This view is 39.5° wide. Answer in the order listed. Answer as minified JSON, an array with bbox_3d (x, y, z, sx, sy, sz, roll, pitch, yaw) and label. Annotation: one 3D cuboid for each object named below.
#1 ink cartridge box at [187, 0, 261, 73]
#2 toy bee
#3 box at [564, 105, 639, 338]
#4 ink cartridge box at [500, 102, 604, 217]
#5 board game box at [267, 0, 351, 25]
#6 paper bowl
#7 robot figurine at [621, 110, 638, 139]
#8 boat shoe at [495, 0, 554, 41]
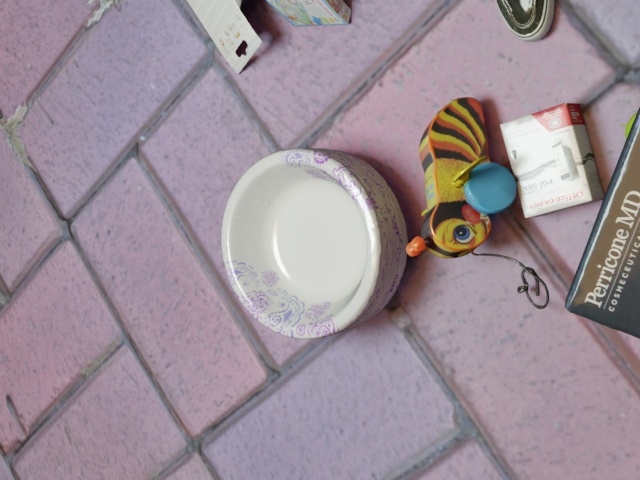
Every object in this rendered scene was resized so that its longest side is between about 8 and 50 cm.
[{"bbox_3d":[-0.151,-0.377,1.447,0.179,0.045,0.145,54,156,-3],"label":"ink cartridge box"},{"bbox_3d":[0.186,-0.046,1.211,0.195,0.162,0.298,95,157,-54],"label":"toy bee"},{"bbox_3d":[0.508,-0.009,0.953,0.395,0.212,0.293,21,107,17],"label":"box"},{"bbox_3d":[0.312,-0.107,1.203,0.099,0.056,0.135,-17,87,33],"label":"ink cartridge box"},{"bbox_3d":[-0.035,-0.370,1.339,0.103,0.154,0.026,8,78,32],"label":"board game box"},{"bbox_3d":[0.000,0.000,1.365,0.284,0.148,0.284,5,99,33],"label":"paper bowl"},{"bbox_3d":[0.432,-0.123,1.117,0.115,0.067,0.101,49,130,19],"label":"robot figurine"},{"bbox_3d":[0.252,-0.375,1.200,0.078,0.070,0.219,-17,86,35],"label":"boat shoe"}]
